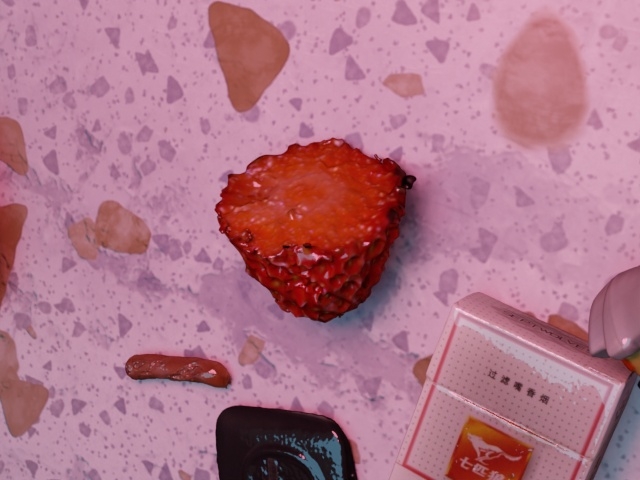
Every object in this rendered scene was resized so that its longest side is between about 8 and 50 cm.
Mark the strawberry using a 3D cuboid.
[{"bbox_3d":[0.000,0.000,1.472,0.233,0.234,0.178,16,135,24],"label":"strawberry"}]

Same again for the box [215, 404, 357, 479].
[{"bbox_3d":[-0.046,0.320,1.597,0.201,0.042,0.213,1,100,25],"label":"box"}]

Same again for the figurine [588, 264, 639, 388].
[{"bbox_3d":[0.386,0.127,1.279,0.133,0.176,0.236,-45,70,44],"label":"figurine"}]

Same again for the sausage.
[{"bbox_3d":[-0.189,0.171,1.651,0.157,0.042,0.036,3,62,25],"label":"sausage"}]

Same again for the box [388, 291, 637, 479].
[{"bbox_3d":[0.203,0.250,1.430,0.210,0.095,0.330,25,107,21],"label":"box"}]
